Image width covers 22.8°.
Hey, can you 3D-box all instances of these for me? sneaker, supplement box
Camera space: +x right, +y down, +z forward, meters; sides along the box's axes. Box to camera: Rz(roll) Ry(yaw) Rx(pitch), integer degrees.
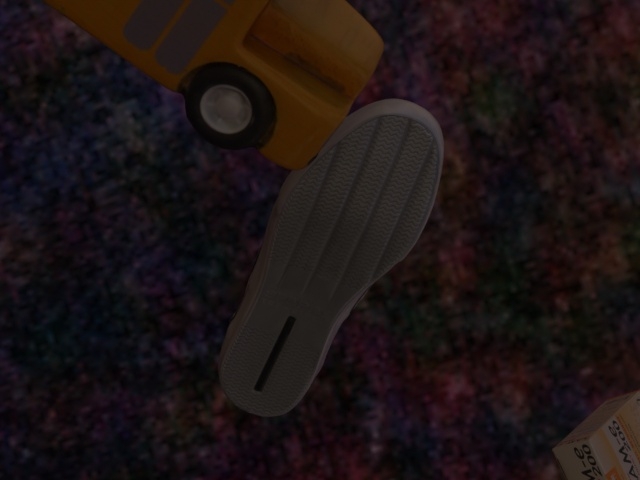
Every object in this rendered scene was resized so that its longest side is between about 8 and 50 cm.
[{"bbox_3d":[0.000,0.000,1.065,0.094,0.258,0.091,26,31,-12],"label":"sneaker"},{"bbox_3d":[0.222,0.161,1.196,0.098,0.036,0.062,-30,95,-50],"label":"supplement box"}]

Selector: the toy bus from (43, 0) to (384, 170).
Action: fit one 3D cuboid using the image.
[{"bbox_3d":[-0.106,-0.185,0.830,0.332,0.130,0.108,35,32,-7],"label":"toy bus"}]
